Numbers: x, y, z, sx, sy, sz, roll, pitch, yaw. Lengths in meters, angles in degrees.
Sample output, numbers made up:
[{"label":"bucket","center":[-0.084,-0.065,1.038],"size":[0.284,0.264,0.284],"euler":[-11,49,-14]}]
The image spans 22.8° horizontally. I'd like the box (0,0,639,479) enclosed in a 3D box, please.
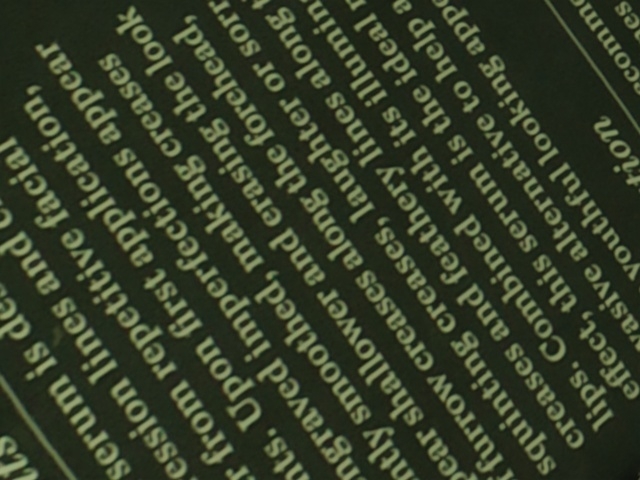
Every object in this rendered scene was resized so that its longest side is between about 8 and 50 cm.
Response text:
[{"label":"box","center":[0.000,0.000,0.551],"size":[0.212,0.395,0.293],"euler":[55,152,2]}]
